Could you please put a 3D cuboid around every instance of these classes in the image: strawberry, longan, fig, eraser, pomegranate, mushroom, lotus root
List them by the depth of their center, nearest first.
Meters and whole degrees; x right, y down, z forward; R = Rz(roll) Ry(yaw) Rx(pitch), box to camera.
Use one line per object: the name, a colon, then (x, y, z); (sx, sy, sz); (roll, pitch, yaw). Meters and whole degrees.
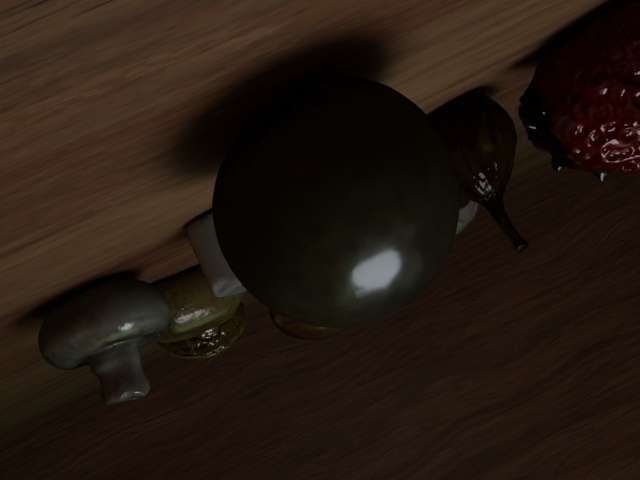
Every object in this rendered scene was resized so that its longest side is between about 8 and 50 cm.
longan: (0.019, -0.044, 0.845); (0.319, 0.319, 0.319); (-26, 173, -4)
strawberry: (0.519, -0.249, 1.151); (0.310, 0.292, 0.292); (-22, 177, 40)
fig: (0.307, -0.138, 1.245); (0.190, 0.290, 0.190); (-30, 149, -20)
eraser: (-0.038, -0.025, 1.259); (0.331, 0.150, 0.331); (-26, 174, -3)
mushroom: (-0.386, 0.195, 1.288); (0.243, 0.243, 0.243); (-26, 173, -4)
lotus root: (-0.284, 0.140, 1.573); (0.284, 0.146, 0.160); (-24, -176, -31)
pomegranate: (-0.012, 0.165, 2.161); (0.319, 0.319, 0.319); (-26, 173, -4)

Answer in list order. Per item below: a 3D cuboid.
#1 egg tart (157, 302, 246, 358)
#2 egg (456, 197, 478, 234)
egg tart: (-0.305, 0.186, 1.713); (0.241, 0.241, 0.106); (-24, 137, -19)
egg: (0.439, -0.093, 2.380); (0.271, 0.162, 0.206); (-21, 170, -29)
